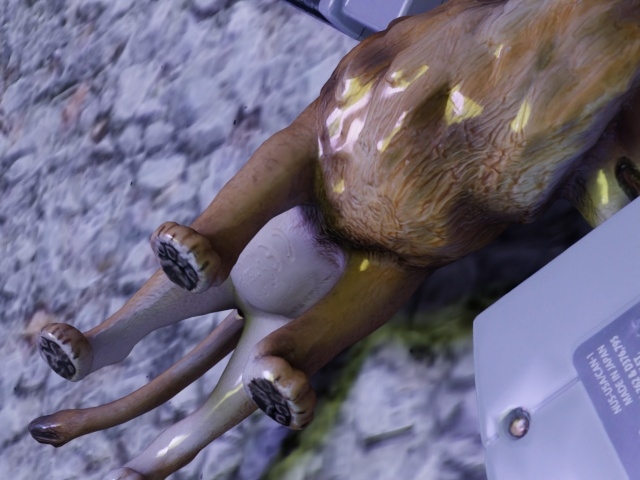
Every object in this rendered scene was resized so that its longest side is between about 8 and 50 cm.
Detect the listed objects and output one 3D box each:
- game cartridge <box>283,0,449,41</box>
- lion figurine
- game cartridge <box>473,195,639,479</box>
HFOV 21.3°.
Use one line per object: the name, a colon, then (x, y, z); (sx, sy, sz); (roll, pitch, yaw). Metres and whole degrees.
game cartridge: (0.015, -0.255, 1.032); (0.230, 0.068, 0.355); (-61, 35, 6)
lion figurine: (0.000, 0.000, 0.839); (0.240, 0.142, 0.392); (-43, 10, -32)
game cartridge: (0.164, 0.101, 0.606); (0.196, 0.060, 0.294); (-35, 45, 15)
